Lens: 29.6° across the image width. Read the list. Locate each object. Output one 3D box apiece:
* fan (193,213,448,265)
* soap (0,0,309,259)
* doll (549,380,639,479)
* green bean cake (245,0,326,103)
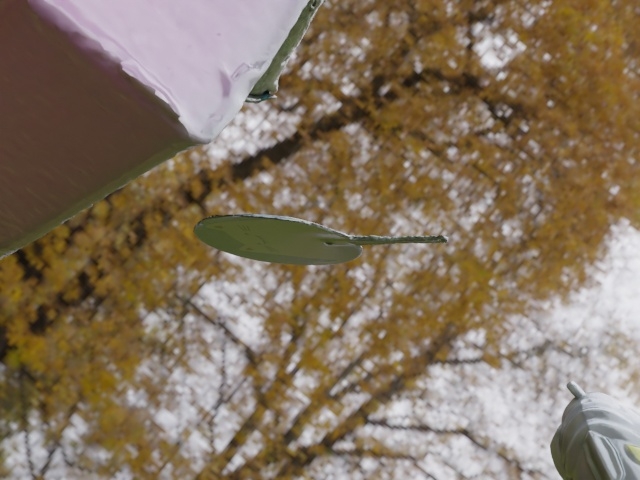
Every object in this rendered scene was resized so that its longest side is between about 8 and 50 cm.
[{"bbox_3d":[0.000,0.000,0.789,0.175,0.005,0.113,-1,-17,25],"label":"fan"},{"bbox_3d":[-0.092,-0.082,0.474,0.081,0.181,0.259,42,-33,-18],"label":"soap"},{"bbox_3d":[0.222,0.187,0.916,0.079,0.180,0.094,-22,-33,17],"label":"doll"},{"bbox_3d":[-0.155,-0.230,0.979,0.255,0.241,0.132,45,-62,27],"label":"green bean cake"}]
